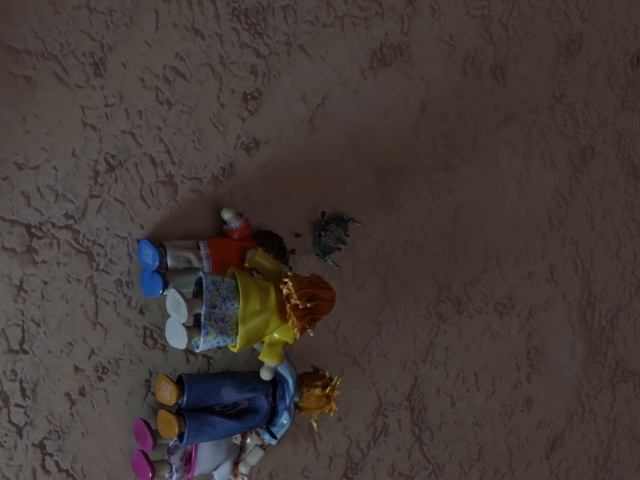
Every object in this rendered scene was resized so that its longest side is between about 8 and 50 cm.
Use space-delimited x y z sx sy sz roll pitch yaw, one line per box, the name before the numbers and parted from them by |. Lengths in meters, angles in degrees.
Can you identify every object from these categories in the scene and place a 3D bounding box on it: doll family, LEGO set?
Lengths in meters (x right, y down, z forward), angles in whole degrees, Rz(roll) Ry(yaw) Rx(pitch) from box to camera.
doll family | -0.060 0.106 1.566 0.163 0.118 0.263 -6 107 -34
LEGO set | -0.001 -0.002 1.640 0.083 0.023 0.054 -3 104 -21
